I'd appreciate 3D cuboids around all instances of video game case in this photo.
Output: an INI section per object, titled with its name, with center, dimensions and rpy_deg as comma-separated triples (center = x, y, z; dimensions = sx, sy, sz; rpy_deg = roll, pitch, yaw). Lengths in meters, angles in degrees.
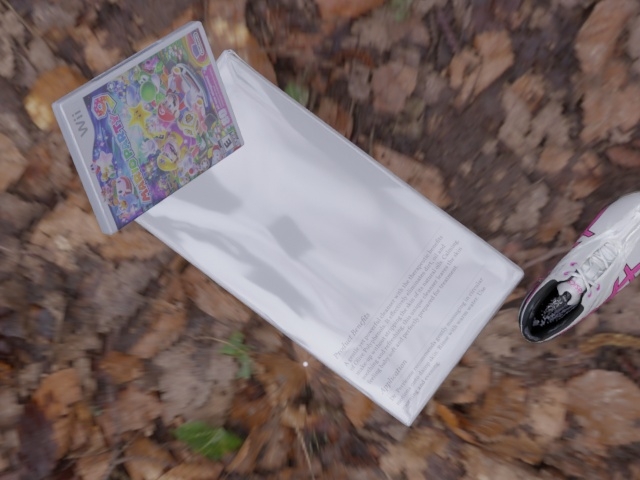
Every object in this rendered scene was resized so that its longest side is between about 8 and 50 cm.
[video game case]
center = -0.102, -0.070, 1.035
dimensions = 0.122, 0.011, 0.087
rpy_deg = -37, 118, -38

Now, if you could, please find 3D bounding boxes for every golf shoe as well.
[golf shoe]
center = 0.260, 0.031, 1.610
dimensions = 0.067, 0.086, 0.186
rpy_deg = 40, 114, 1

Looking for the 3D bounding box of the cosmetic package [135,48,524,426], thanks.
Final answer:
[cosmetic package]
center = 0.000, 0.000, 1.694
dimensions = 0.365, 0.155, 0.197
rpy_deg = 38, 89, 5
